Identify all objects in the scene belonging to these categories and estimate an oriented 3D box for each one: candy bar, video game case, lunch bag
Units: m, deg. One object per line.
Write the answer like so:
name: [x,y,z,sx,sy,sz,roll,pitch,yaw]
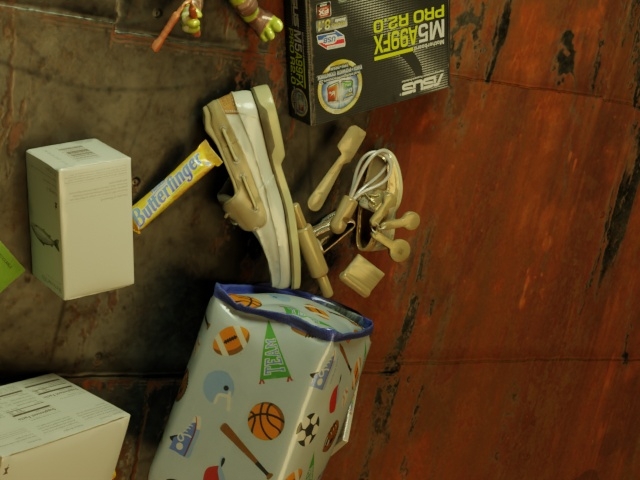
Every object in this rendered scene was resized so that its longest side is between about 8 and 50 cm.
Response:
candy bar: [-0.207,-0.072,1.804,0.161,0.018,0.040,-41,87,0]
video game case: [0.031,0.271,2.025,0.011,0.087,0.122,21,55,-14]
lunch bag: [-0.072,0.238,1.914,0.328,0.239,0.385,-69,164,5]

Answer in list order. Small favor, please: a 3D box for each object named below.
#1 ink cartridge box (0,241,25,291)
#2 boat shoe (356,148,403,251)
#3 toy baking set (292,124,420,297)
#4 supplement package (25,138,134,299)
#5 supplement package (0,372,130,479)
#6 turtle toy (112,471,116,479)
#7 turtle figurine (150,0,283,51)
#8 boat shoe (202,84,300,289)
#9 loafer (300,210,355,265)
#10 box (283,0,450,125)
ink cartridge box: [-0.495,0.080,1.620,0.255,0.097,0.189,-45,129,-14]
boat shoe: [0.086,-0.058,2.040,0.059,0.063,0.170,-17,119,-39]
toy baking set: [0.046,-0.038,1.988,0.196,0.030,0.256,-33,114,-15]
supplement package: [-0.315,-0.029,1.710,0.105,0.105,0.179,-14,115,-34]
supplement package: [-0.400,0.310,1.689,0.262,0.145,0.204,-8,119,-62]
turtle toy: [-0.337,0.331,1.867,0.095,0.066,0.130,-30,124,-25]
turtle figurine: [-0.130,-0.347,1.736,0.217,0.087,0.270,26,83,-49]
boat shoe: [-0.096,-0.068,1.870,0.103,0.113,0.302,-13,106,-7]
loafer: [0.000,0.000,2.011,0.125,0.039,0.045,-41,129,-18]
box: [0.074,-0.306,1.929,0.270,0.060,0.216,-18,118,-32]
